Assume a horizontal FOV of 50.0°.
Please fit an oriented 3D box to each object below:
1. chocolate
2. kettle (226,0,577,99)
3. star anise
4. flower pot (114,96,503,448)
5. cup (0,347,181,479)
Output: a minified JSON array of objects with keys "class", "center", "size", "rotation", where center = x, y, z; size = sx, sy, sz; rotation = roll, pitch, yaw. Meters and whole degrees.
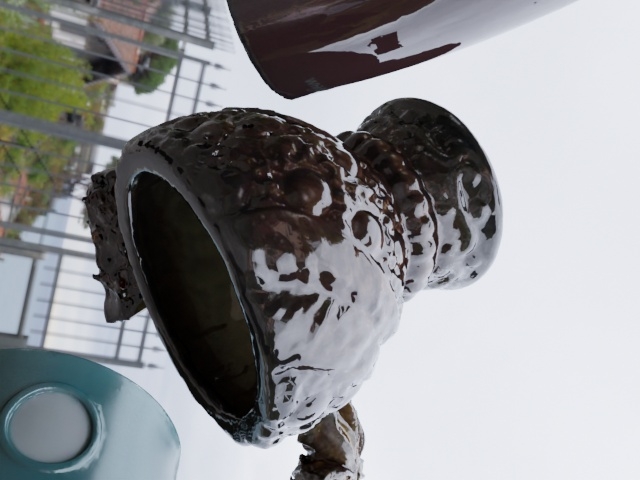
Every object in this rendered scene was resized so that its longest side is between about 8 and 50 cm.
[{"class":"chocolate","center":[-0.200,-0.016,0.727],"size":[0.156,0.133,0.156],"rotation":[-30,-160,12]},{"class":"kettle","center":[0.078,-0.180,0.445],"size":[0.202,0.232,0.144],"rotation":[7,76,-69]},{"class":"star anise","center":[0.016,0.423,1.253],"size":[0.331,0.117,0.332],"rotation":[3,90,-72]},{"class":"flower pot","center":[0.000,0.000,0.594],"size":[0.266,0.267,0.267],"rotation":[39,-38,40]},{"class":"cup","center":[-0.153,0.170,0.320],"size":[0.173,0.299,0.168],"rotation":[-95,-152,-52]}]
